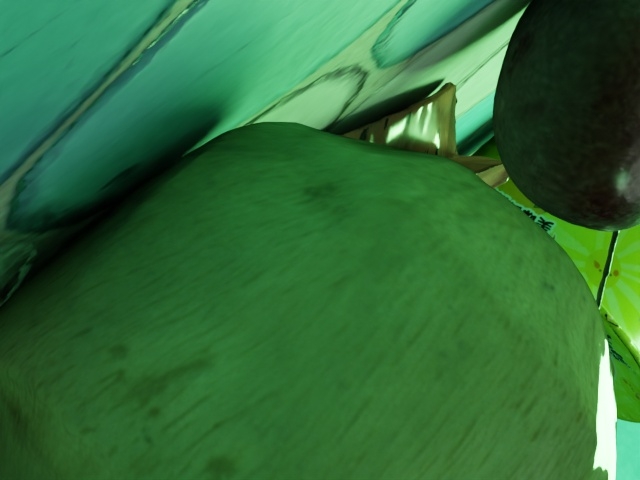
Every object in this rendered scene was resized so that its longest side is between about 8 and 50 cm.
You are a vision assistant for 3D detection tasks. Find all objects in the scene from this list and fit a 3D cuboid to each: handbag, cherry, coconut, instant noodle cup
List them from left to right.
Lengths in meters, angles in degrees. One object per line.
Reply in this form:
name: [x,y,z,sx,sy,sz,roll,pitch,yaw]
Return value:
coconut: [-0.017,0.071,0.640,0.224,0.224,0.224,-38,176,-3]
handbag: [0.000,0.000,0.944,0.157,0.059,0.212,-41,173,24]
cherry: [0.132,-0.050,0.924,0.148,0.115,0.188,-45,-162,57]
instant noodle cup: [0.227,-0.014,1.539,0.200,0.264,0.264,-46,177,-12]
